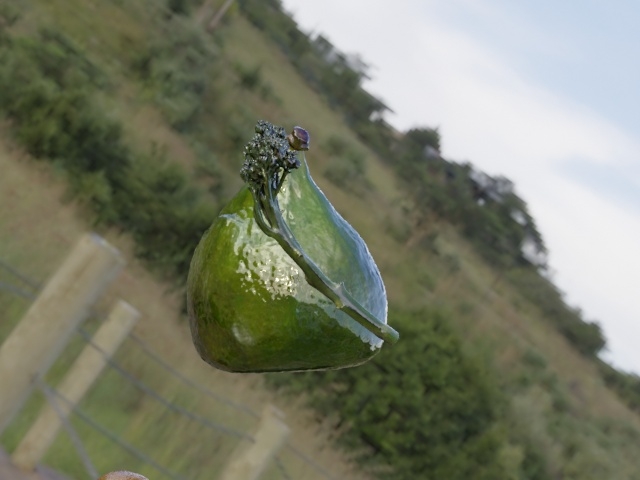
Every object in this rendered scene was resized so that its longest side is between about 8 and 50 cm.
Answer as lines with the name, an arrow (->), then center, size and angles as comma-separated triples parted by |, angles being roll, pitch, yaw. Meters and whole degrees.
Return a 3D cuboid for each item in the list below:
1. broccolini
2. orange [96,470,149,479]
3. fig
broccolini -> -0.007, 0.003, 0.997 | 0.194, 0.052, 0.054 | 60, 5, -16
orange -> -0.168, 0.235, 1.148 | 0.085, 0.085, 0.085 | 36, -2, 1
fig -> -0.037, 0.011, 1.306 | 0.203, 0.235, 0.203 | -3, 3, 0
